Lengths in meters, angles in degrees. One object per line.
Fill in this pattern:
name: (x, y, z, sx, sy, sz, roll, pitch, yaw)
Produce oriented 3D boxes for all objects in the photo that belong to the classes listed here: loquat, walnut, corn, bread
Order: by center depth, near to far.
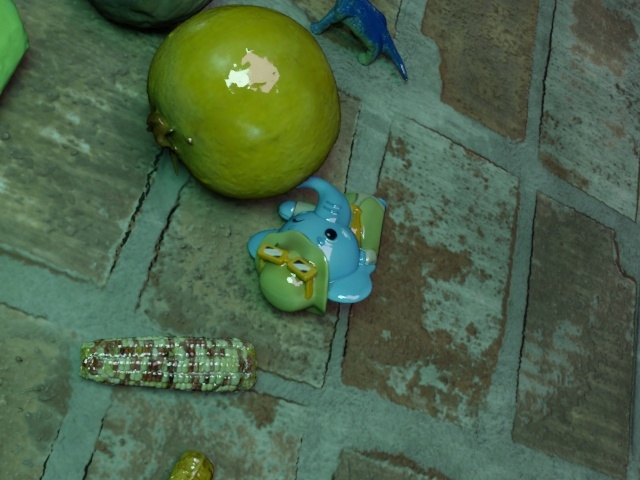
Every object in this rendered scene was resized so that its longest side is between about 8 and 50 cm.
bread: (-0.188, 0.341, 0.914, 0.052, 0.044, 0.157, 39, 60, -17)
corn: (-0.195, 0.160, 0.952, 0.237, 0.079, 0.080, 7, 71, -23)
loquat: (-0.112, -0.190, 0.993, 0.274, 0.275, 0.275, 9, 71, -27)
walnut: (-0.242, -0.403, 1.009, 0.224, 0.224, 0.224, 9, 71, -27)

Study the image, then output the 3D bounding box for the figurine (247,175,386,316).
figurine: (0.001, 0.003, 1.083, 0.180, 0.154, 0.262, 36, 43, -6)

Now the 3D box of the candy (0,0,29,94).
candy: (-0.466, -0.157, 0.853, 0.132, 0.142, 0.344, 34, 61, -32)

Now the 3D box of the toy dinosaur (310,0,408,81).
toy dinosaur: (0.091, -0.370, 1.209, 0.247, 0.188, 0.075, 34, 69, -18)
